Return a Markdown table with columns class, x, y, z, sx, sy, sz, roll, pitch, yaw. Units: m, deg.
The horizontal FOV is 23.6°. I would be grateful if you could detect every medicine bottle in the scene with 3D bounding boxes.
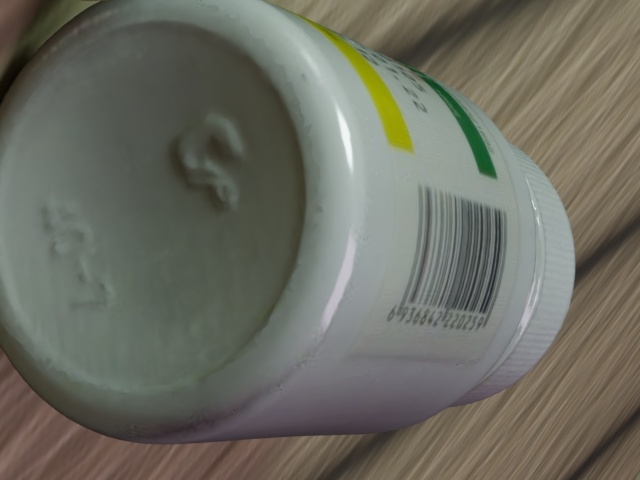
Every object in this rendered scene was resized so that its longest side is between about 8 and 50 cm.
| class | x | y | z | sx | sy | sz | roll | pitch | yaw |
| --- | --- | --- | --- | --- | --- | --- | --- | --- | --- |
| medicine bottle | 0.000 | 0.000 | 0.812 | 0.340 | 0.208 | 0.208 | 10 | 106 | -62 |
